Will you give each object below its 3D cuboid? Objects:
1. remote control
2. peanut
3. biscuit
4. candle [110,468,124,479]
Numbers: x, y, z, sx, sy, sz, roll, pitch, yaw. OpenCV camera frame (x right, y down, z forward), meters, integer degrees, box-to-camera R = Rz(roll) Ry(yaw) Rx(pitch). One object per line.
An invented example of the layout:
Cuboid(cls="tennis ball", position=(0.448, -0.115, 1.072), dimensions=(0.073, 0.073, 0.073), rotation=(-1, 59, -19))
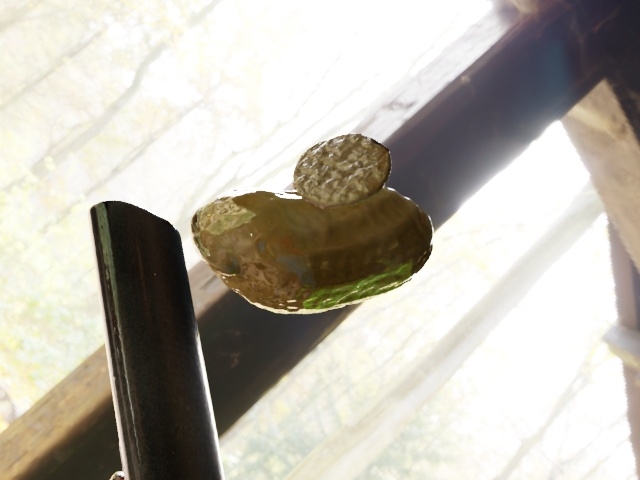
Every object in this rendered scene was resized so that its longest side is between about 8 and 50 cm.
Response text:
Cuboid(cls="remote control", position=(-0.089, 0.160, 0.539), dimensions=(0.107, 0.044, 0.377), rotation=(32, 42, -64))
Cuboid(cls="peanut", position=(0.002, 0.006, 1.089), dimensions=(0.158, 0.340, 0.174), rotation=(8, -72, 51))
Cuboid(cls="biscuit", position=(0.024, -0.081, 0.975), dimensions=(0.120, 0.120, 0.015), rotation=(38, -23, 38))
Cuboid(cls="candle", position=(-0.354, 0.479, 1.287), dimensions=(0.051, 0.329, 0.048), rotation=(28, 0, 19))
